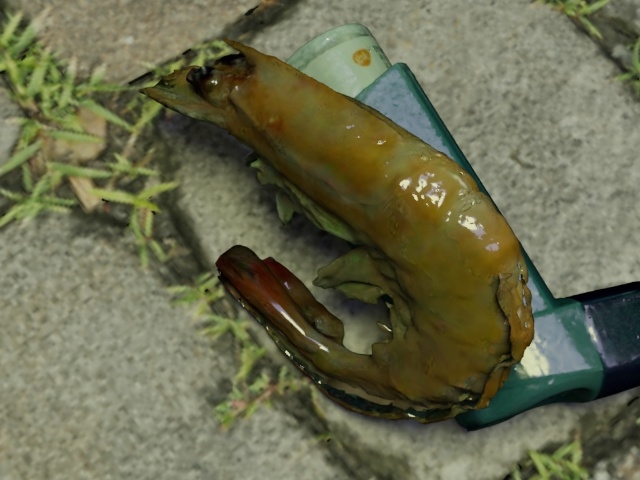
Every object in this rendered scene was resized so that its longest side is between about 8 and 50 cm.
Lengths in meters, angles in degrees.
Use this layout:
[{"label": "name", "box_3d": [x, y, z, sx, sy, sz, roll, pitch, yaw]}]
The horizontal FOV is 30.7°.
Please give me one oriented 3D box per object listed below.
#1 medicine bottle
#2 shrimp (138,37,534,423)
[{"label": "medicine bottle", "box_3d": [0.078, -0.008, 0.649, 0.124, 0.079, 0.258, -32, 78, -9]}, {"label": "shrimp", "box_3d": [0.001, 0.000, 0.611, 0.253, 0.173, 0.058, 31, 37, 28]}]
